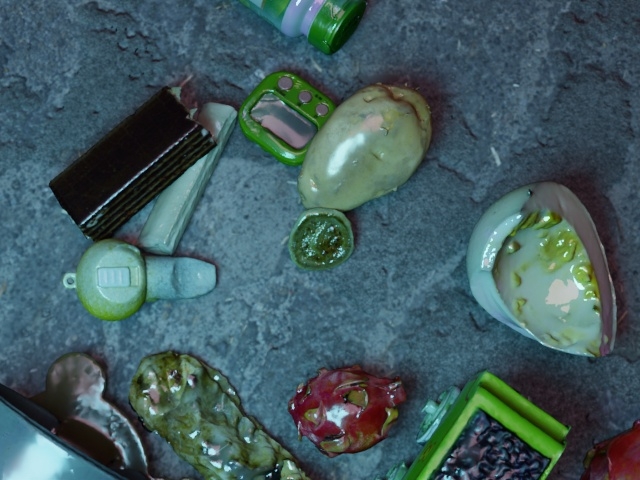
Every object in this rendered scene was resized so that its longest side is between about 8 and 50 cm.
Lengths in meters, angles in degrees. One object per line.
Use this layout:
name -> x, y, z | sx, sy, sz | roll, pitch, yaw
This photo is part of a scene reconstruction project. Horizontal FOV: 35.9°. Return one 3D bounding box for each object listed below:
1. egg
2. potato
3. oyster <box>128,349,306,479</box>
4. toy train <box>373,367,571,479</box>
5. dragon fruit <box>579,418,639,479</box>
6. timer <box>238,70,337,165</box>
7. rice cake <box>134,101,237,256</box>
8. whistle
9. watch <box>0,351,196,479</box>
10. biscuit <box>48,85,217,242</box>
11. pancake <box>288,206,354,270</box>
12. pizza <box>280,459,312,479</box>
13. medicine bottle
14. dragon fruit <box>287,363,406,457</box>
egg -> 0.303, 0.042, 1.429 | 0.271, 0.161, 0.206 | 55, 41, -20
potato -> 0.065, -0.138, 1.472 | 0.234, 0.128, 0.161 | -25, 109, -6
oyster -> -0.129, 0.279, 1.396 | 0.345, 0.079, 0.129 | 38, 68, 11
toy train -> 0.185, 0.314, 1.303 | 0.173, 0.249, 0.307 | 36, 76, 5
dragon fruit -> 0.512, 0.405, 1.302 | 0.386, 0.249, 0.371 | -26, 72, -11
timer -> -0.050, -0.189, 1.535 | 0.140, 0.047, 0.128 | 37, 75, 8
rice cake -> -0.201, -0.093, 1.500 | 0.057, 0.052, 0.256 | 21, 74, 8
whistle -> -0.264, 0.057, 1.443 | 0.223, 0.123, 0.123 | -1, 74, -23
watch -> -0.329, 0.317, 1.235 | 0.335, 0.327, 0.314 | 34, 80, 6
biscuit -> -0.276, -0.117, 1.466 | 0.252, 0.070, 0.106 | -41, 61, -4
pancake -> 0.000, -0.001, 1.472 | 0.108, 0.017, 0.108 | -4, 115, -9
pizza -> 0.007, 0.459, 1.298 | 0.251, 0.074, 0.288 | 15, 91, 11
medicine bottle -> -0.064, -0.409, 1.551 | 0.274, 0.133, 0.133 | 37, 76, 7
dragon fruit -> 0.041, 0.239, 1.382 | 0.165, 0.136, 0.133 | -17, 110, 2
